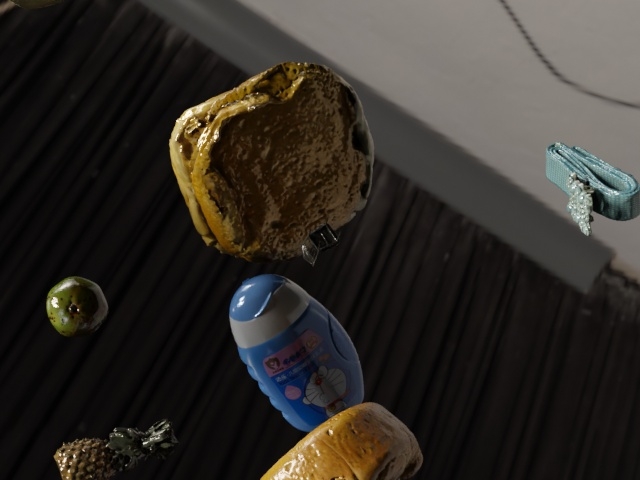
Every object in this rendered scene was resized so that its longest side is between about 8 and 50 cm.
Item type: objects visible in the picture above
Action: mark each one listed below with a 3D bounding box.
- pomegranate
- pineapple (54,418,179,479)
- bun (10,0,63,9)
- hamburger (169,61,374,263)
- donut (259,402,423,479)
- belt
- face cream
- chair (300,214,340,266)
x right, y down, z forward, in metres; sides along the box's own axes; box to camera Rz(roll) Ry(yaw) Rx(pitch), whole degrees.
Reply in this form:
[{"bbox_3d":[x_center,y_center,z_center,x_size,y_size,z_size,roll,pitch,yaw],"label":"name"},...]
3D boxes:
[{"bbox_3d":[-0.446,0.121,2.323,0.114,0.114,0.142,30,-177,-5],"label":"pomegranate"},{"bbox_3d":[-0.268,0.283,1.669,0.159,0.074,0.074,-19,136,-10],"label":"pineapple"},{"bbox_3d":[-0.384,-0.460,1.570,0.211,0.360,0.359,-39,117,2],"label":"bun"},{"bbox_3d":[-0.065,-0.121,1.823,0.158,0.318,0.318,33,156,49],"label":"hamburger"},{"bbox_3d":[0.021,0.301,1.579,0.114,0.226,0.226,50,144,16],"label":"donut"},{"bbox_3d":[0.349,-0.075,1.690,0.179,0.100,0.065,-135,31,-55],"label":"belt"},{"bbox_3d":[-0.037,0.155,1.812,0.264,0.149,0.083,56,172,-29],"label":"face cream"},{"bbox_3d":[0.001,-0.001,1.722,0.037,0.042,0.086,56,159,13],"label":"chair"}]
